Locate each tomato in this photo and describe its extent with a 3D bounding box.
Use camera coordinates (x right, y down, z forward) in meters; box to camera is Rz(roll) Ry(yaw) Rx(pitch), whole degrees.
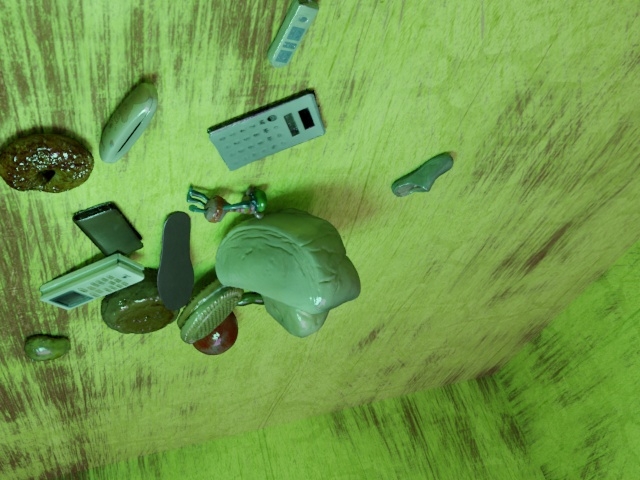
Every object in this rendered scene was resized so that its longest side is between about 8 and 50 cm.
[{"bbox_3d":[-0.353,0.302,2.145,0.167,0.167,0.167,-15,149,-9],"label":"tomato"}]

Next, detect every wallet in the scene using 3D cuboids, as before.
[{"bbox_3d":[-0.530,-0.022,1.631,0.110,0.031,0.198,-20,150,-2],"label":"wallet"}]

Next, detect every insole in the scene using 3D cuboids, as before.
[{"bbox_3d":[-0.391,0.063,1.754,0.111,0.007,0.328,-17,131,-34],"label":"insole"}]

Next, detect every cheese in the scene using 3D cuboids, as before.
[{"bbox_3d":[-0.048,0.180,2.041,0.251,0.248,0.174,-23,116,-8],"label":"cheese"}]

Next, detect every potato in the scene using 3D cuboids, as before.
[{"bbox_3d":[-0.836,0.332,1.983,0.138,0.070,0.091,13,137,-44],"label":"potato"}]

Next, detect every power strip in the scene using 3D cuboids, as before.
[{"bbox_3d":[-0.054,-0.415,1.278,0.047,0.030,0.191,1,144,-33],"label":"power strip"}]

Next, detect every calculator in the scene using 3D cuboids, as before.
[{"bbox_3d":[-0.118,-0.254,1.510,0.261,0.021,0.161,-21,150,3],"label":"calculator"}]

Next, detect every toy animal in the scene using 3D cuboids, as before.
[{"bbox_3d":[-0.233,-0.092,1.632,0.208,0.100,0.103,3,177,-28],"label":"toy animal"}]

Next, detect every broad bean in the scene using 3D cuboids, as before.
[{"bbox_3d":[-0.190,0.198,2.173,0.254,0.046,0.065,2,150,-30],"label":"broad bean"}]

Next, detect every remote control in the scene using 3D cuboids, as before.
[{"bbox_3d":[-0.617,0.116,1.745,0.277,0.056,0.103,-22,150,19],"label":"remote control"}]

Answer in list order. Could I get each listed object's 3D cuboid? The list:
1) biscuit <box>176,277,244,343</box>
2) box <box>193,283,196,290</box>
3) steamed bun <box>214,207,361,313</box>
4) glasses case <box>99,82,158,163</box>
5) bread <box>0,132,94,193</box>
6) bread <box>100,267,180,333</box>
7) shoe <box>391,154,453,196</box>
[{"bbox_3d":[-0.333,0.205,1.971,0.259,0.079,0.259,-44,169,-11],"label":"biscuit"},{"bbox_3d":[-0.434,0.154,1.987,0.093,0.015,0.058,3,141,-34],"label":"box"},{"bbox_3d":[-0.084,0.039,1.729,0.383,0.236,0.247,12,-168,35],"label":"steamed bun"},{"bbox_3d":[-0.393,-0.237,1.318,0.051,0.081,0.204,15,133,-42],"label":"glasses case"},{"bbox_3d":[-0.575,-0.155,1.361,0.193,0.064,0.193,-14,153,-8],"label":"bread"},{"bbox_3d":[-0.517,0.176,1.871,0.230,0.123,0.230,-14,147,-9],"label":"bread"},{"bbox_3d":[0.297,-0.167,1.842,0.195,0.078,0.079,-26,149,17],"label":"shoe"}]
